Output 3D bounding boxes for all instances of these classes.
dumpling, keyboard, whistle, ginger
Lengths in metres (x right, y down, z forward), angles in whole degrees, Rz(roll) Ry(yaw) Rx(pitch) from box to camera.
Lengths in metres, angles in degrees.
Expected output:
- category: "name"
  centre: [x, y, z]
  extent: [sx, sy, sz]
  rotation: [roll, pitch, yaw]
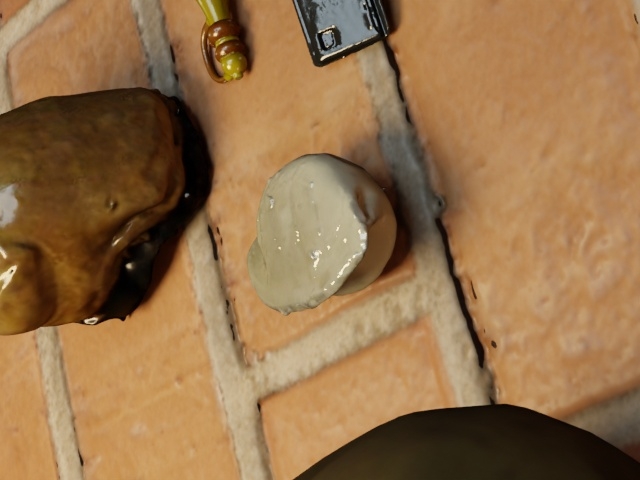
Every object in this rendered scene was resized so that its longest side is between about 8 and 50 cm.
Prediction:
- category: "dumpling"
  centre: [-0.001, -0.001, 1.219]
  extent: [0.176, 0.092, 0.150]
  rotation: [36, 107, 41]
- category: "keyboard"
  centre: [-0.008, -0.276, 1.265]
  extent: [0.094, 0.025, 0.230]
  rotation: [-19, 87, 32]
- category: "whistle"
  centre: [-0.104, -0.203, 1.378]
  extent: [0.057, 0.046, 0.109]
  rotation: [-19, 78, 25]
- category: "ginger"
  centre: [-0.270, -0.041, 1.397]
  extent: [0.200, 0.223, 0.269]
  rotation: [48, 119, 40]

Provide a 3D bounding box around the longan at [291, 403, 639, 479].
- category: "longan"
  centre: [0.087, 0.311, 0.940]
  extent: [0.336, 0.404, 0.404]
  rotation: [139, 129, -76]
